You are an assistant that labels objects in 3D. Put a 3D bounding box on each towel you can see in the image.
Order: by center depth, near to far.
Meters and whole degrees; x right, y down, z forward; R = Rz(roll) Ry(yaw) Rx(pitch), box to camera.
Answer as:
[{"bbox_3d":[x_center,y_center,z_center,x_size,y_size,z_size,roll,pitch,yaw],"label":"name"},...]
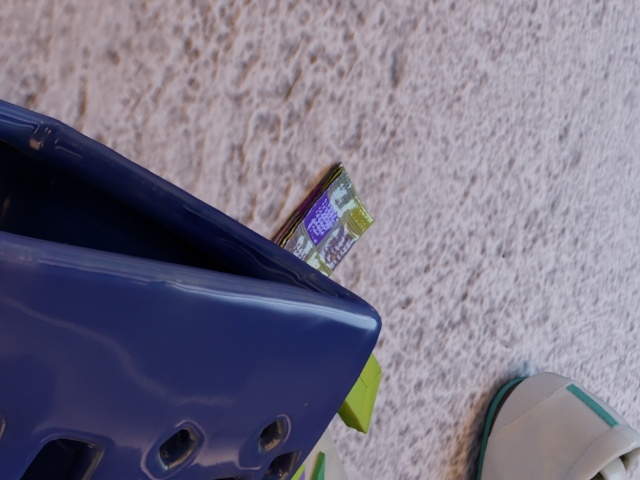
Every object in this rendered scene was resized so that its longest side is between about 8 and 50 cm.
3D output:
[{"bbox_3d":[0.000,0.000,0.894,0.083,0.009,0.060,-52,139,-22],"label":"towel"}]

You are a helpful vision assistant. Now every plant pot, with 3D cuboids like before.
[{"bbox_3d":[-0.155,0.061,0.554,0.236,0.236,0.212,16,101,-52],"label":"plant pot"}]

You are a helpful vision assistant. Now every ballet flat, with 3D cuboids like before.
[{"bbox_3d":[0.175,0.303,1.152,0.139,0.139,0.400,-14,117,-48],"label":"ballet flat"}]

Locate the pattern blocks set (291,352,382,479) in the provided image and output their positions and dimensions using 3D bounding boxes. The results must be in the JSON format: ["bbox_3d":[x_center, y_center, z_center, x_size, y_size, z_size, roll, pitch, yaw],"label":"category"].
[{"bbox_3d":[-0.027,0.190,0.883,0.285,0.026,0.325,-67,153,-16],"label":"pattern blocks set"}]
